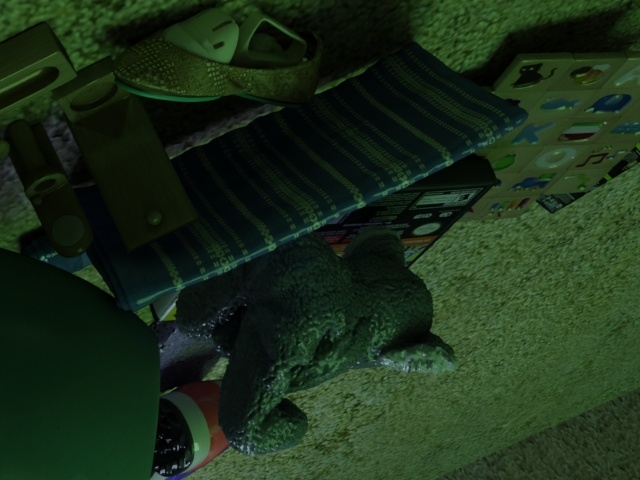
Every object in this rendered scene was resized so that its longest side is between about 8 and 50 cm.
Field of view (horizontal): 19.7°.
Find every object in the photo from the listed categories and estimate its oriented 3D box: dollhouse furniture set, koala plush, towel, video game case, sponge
[{"bbox_3d":[-0.188,-0.056,1.293,0.144,0.123,0.151,-27,162,-1],"label":"dollhouse furniture set"},{"bbox_3d":[0.016,0.068,1.700,0.221,0.196,0.203,0,140,-33],"label":"koala plush"},{"bbox_3d":[-0.199,-0.002,1.585,0.119,0.029,0.067,-22,162,-13],"label":"towel"},{"bbox_3d":[0.000,0.000,1.813,0.275,0.035,0.248,-4,152,-35],"label":"video game case"},{"bbox_3d":[-0.144,0.111,1.978,0.117,0.031,0.210,-15,158,-34],"label":"sponge"},{"bbox_3d":[-0.031,-0.059,1.437,0.336,0.040,0.243,-26,-157,-8],"label":"towel"}]

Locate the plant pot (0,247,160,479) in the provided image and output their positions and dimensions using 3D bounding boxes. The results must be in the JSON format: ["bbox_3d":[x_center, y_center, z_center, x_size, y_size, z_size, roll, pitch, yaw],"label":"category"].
[{"bbox_3d":[-0.248,0.140,1.353,0.235,0.293,0.293,9,151,-13],"label":"plant pot"}]

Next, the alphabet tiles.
[{"bbox_3d":[0.195,-0.096,1.808,0.285,0.011,0.342,-4,156,-24],"label":"alphabet tiles"}]

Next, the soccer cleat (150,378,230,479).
[{"bbox_3d":[-0.169,0.227,2.092,0.116,0.108,0.318,-21,172,-30],"label":"soccer cleat"}]

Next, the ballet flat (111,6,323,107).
[{"bbox_3d":[-0.071,-0.139,1.354,0.206,0.073,0.067,-6,125,-55],"label":"ballet flat"}]

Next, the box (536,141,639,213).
[{"bbox_3d":[0.297,-0.106,1.982,0.184,0.045,0.191,-34,161,12],"label":"box"}]

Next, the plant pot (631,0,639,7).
[{"bbox_3d":[0.205,-0.254,1.021,0.275,0.293,0.275,-24,162,-9],"label":"plant pot"}]
